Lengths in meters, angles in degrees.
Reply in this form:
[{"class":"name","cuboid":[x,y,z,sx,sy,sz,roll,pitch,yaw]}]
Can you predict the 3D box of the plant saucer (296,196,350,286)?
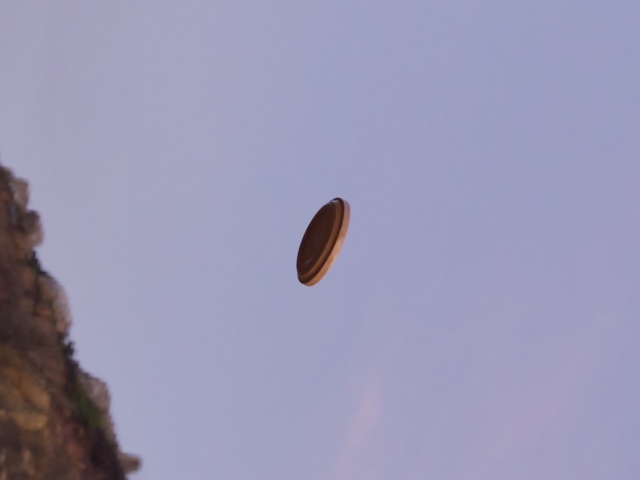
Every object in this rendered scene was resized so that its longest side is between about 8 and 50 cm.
[{"class":"plant saucer","cuboid":[0.000,0.000,1.035,0.083,0.013,0.083,-54,-159,32]}]
